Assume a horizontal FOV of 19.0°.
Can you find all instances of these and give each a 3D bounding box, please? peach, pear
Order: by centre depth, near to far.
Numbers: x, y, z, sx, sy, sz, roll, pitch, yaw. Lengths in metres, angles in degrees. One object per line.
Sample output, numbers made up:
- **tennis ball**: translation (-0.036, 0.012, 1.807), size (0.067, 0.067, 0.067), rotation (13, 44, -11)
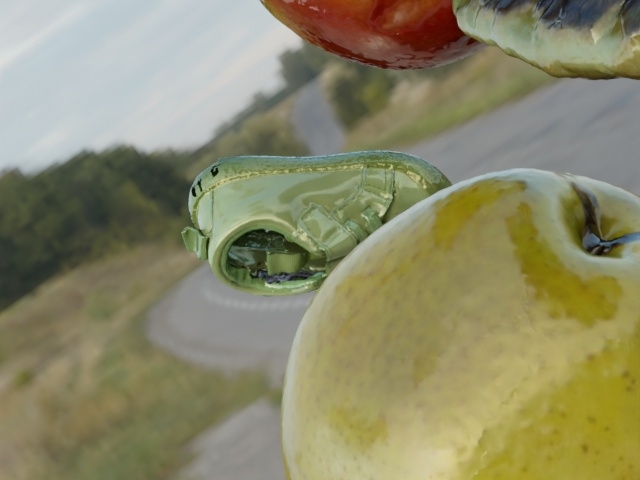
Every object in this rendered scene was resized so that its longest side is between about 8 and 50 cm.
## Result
- **pear**: translation (0.148, 0.146, 1.434), size (0.362, 0.362, 0.418), rotation (-40, -31, -50)
- **peach**: translation (0.066, -0.255, 1.485), size (0.281, 0.238, 0.281), rotation (1, 29, 0)

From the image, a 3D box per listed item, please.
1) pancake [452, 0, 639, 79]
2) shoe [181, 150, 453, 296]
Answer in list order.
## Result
- **pancake**: translation (0.230, -0.199, 1.109), size (0.427, 0.067, 0.305), rotation (-20, 33, 44)
- **shoe**: translation (0.001, -0.005, 1.831), size (0.140, 0.262, 0.128), rotation (98, 178, -60)
